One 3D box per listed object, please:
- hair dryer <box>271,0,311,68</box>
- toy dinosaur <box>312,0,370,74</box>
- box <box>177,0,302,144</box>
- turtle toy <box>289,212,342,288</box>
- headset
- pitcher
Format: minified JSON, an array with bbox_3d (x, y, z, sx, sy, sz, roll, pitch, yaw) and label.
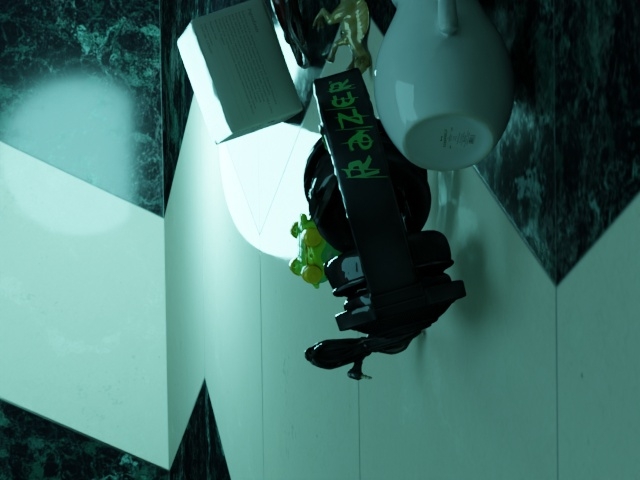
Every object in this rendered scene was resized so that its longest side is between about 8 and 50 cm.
[{"bbox_3d":[-0.075,-0.386,2.187,0.293,0.080,0.223,-125,35,-68],"label":"hair dryer"},{"bbox_3d":[0.034,-0.280,1.830,0.092,0.053,0.183,-28,71,58],"label":"toy dinosaur"},{"bbox_3d":[-0.125,-0.254,2.224,0.181,0.119,0.182,169,81,-78],"label":"box"},{"bbox_3d":[0.000,0.000,1.932,0.095,0.066,0.130,-149,59,-73],"label":"turtle toy"},{"bbox_3d":[0.035,0.006,1.467,0.394,0.185,0.243,69,-174,-54],"label":"headset"},{"bbox_3d":[0.109,-0.184,1.310,0.177,0.125,0.207,85,-176,-55],"label":"pitcher"}]
